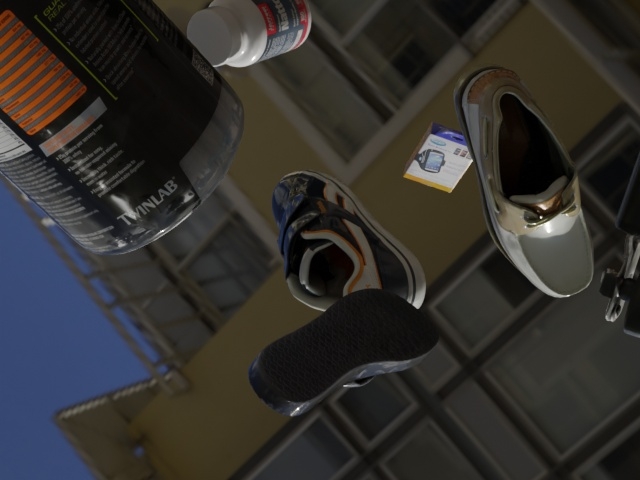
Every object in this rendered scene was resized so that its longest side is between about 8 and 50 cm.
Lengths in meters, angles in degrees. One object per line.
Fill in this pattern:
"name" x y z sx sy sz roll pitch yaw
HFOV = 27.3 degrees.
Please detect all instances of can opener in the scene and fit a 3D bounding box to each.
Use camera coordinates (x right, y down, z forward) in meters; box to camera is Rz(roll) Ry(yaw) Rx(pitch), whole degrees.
"can opener" 0.405 -0.025 1.602 0.093 0.280 0.074 16 -170 23

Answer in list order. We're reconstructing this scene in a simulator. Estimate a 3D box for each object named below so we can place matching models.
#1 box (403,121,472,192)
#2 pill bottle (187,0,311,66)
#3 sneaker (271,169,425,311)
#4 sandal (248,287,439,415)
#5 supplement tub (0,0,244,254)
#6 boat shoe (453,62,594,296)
"box" 0.187 -0.130 1.999 0.081 0.136 0.028 19 -126 -8
"pill bottle" -0.104 -0.308 1.895 0.108 0.108 0.180 48 -141 9
"sneaker" 0.000 0.000 1.775 0.127 0.126 0.321 -10 -149 -32
"sandal" 0.020 0.113 1.335 0.254 0.054 0.097 -16 -120 -44
"supplement tub" -0.241 -0.162 1.156 0.338 0.207 0.207 47 -160 -30
"boat shoe" 0.241 -0.056 1.518 0.302 0.113 0.103 61 179 -19
